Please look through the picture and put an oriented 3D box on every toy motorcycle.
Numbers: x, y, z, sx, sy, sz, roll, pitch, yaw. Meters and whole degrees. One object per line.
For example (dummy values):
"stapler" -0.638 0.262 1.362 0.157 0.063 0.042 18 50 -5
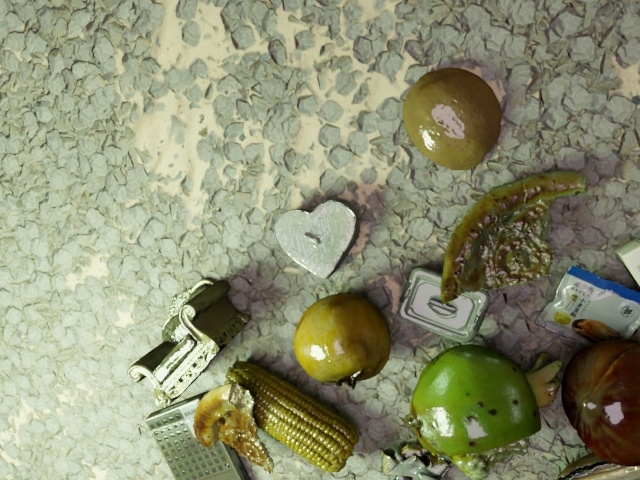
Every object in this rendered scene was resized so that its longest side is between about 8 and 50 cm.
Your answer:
"toy motorcycle" 0.227 0.479 1.296 0.130 0.094 0.229 43 98 8

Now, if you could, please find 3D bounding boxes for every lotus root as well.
"lotus root" 0.629 0.449 1.183 0.329 0.078 0.167 -24 127 21

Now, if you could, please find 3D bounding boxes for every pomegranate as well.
"pomegranate" 0.335 0.322 1.165 0.340 0.260 0.261 -22 95 -14

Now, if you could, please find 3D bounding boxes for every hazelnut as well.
"hazelnut" 0.555 0.302 1.084 0.229 0.229 0.230 3 101 14

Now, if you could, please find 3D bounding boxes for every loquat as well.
"loquat" 0.047 0.217 1.238 0.212 0.213 0.213 3 101 14

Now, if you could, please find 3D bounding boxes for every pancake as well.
"pancake" -0.186 0.445 1.320 0.244 0.057 0.266 48 135 -1
"pancake" 0.373 -0.003 1.130 0.197 0.054 0.377 42 91 10

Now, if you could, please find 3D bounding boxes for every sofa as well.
"sofa" -0.317 0.219 1.334 0.182 0.200 0.258 43 109 1

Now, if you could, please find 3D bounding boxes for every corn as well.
"corn" -0.076 0.403 1.344 0.344 0.131 0.131 29 107 9

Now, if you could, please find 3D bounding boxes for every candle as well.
"candle" 0.000 0.000 1.274 0.192 0.068 0.169 -10 95 18

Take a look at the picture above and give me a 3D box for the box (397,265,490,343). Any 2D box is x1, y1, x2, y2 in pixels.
"box" 0.258 0.126 1.217 0.172 0.093 0.124 21 104 10

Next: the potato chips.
"potato chips" 0.262 -0.242 1.162 0.195 0.062 0.208 -8 96 14

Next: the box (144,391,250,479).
"box" -0.298 0.561 1.473 0.180 0.047 0.325 -25 93 18

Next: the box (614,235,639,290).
"box" 0.709 0.088 1.102 0.164 0.069 0.257 -33 90 18

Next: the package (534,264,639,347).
"package" 0.542 0.145 1.154 0.171 0.027 0.173 25 130 14
